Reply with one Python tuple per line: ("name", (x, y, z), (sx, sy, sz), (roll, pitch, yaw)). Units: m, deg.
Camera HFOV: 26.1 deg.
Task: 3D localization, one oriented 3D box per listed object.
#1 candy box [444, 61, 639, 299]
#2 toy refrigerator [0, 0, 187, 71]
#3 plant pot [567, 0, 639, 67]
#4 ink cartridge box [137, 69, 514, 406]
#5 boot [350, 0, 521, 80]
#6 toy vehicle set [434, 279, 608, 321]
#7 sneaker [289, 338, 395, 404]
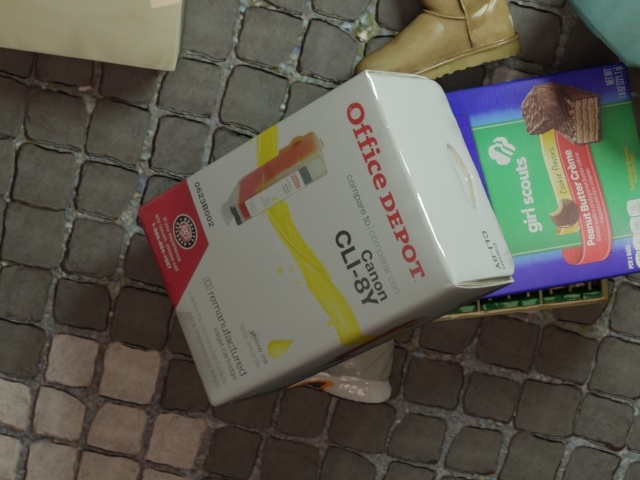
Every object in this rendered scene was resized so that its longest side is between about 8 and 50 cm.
("candy box", (0.247, -0.068, 1.756), (0.317, 0.122, 0.268), (-10, 88, 3))
("toy refrigerator", (-0.307, -0.291, 1.741), (0.269, 0.094, 0.102), (7, 113, -2))
("plant pot", (0.484, -0.337, 1.624), (0.341, 0.341, 0.334), (40, 110, -11))
("ink cartridge box", (0.000, 0.000, 1.673), (0.384, 0.160, 0.279), (-28, 77, 31))
("boot", (0.121, -0.341, 1.734), (0.236, 0.089, 0.269), (-18, 106, -6))
("toy vehicle set", (0.249, 0.015, 1.857), (0.267, 0.035, 0.166), (-7, 106, 2))
("sneaker", (-0.023, 0.138, 1.871), (0.262, 0.099, 0.121), (11, 98, -11))
